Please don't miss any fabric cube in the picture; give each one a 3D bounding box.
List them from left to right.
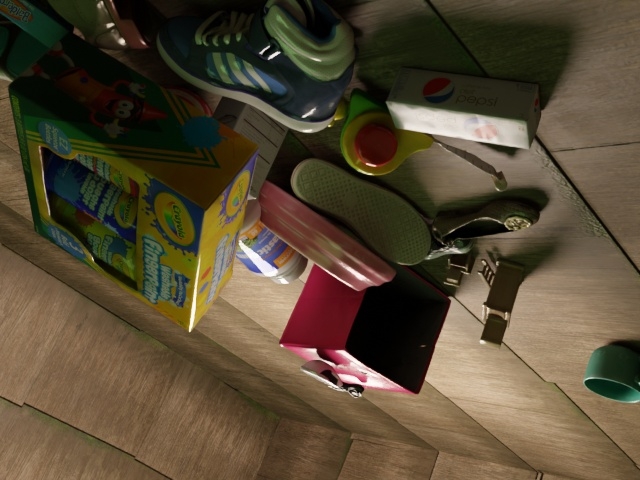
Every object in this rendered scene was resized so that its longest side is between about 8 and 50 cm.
[{"bbox_3d":[0.106,0.197,2.007,0.254,0.259,0.258,35,156,-30],"label":"fabric cube"}]

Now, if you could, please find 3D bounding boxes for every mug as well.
[{"bbox_3d":[0.678,0.294,1.878,0.158,0.097,0.129,9,153,31],"label":"mug"}]

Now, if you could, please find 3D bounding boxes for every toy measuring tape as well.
[{"bbox_3d":[0.143,-0.137,1.386,0.330,0.121,0.121,28,158,-10],"label":"toy measuring tape"}]

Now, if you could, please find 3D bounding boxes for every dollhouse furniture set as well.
[{"bbox_3d":[0.318,0.129,1.741,0.161,0.182,0.101,16,157,17],"label":"dollhouse furniture set"}]

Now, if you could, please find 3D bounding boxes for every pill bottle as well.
[{"bbox_3d":[-0.134,-0.010,1.911,0.152,0.152,0.272,8,154,34],"label":"pill bottle"}]

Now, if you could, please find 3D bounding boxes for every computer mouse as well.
[{"bbox_3d":[0.022,0.316,1.975,0.106,0.042,0.193,17,166,34],"label":"computer mouse"}]

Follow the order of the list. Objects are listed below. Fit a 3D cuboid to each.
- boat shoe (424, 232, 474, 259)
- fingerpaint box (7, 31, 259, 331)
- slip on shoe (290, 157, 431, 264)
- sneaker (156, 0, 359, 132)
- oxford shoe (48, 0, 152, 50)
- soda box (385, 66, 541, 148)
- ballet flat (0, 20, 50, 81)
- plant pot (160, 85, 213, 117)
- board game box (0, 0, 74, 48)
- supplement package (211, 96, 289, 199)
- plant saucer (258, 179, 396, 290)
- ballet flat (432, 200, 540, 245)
[{"bbox_3d":[0.247,0.005,1.718,0.142,0.049,0.040,-10,135,44],"label":"boat shoe"},{"bbox_3d":[-0.325,-0.077,1.464,0.371,0.163,0.445,32,149,6],"label":"fingerpaint box"},{"bbox_3d":[0.081,-0.061,1.662,0.331,0.123,0.101,30,-178,-18],"label":"slip on shoe"},{"bbox_3d":[-0.095,-0.316,1.245,0.323,0.130,0.236,29,145,9],"label":"sneaker"},{"bbox_3d":[-0.369,-0.395,1.250,0.130,0.123,0.348,-10,150,8],"label":"oxford shoe"},{"bbox_3d":[0.213,-0.198,1.249,0.216,0.069,0.074,14,157,25],"label":"soda box"},{"bbox_3d":[-0.554,-0.349,1.609,0.400,0.139,0.139,16,158,36],"label":"ballet flat"},{"bbox_3d":[-0.288,-0.191,1.617,0.191,0.191,0.174,23,149,1],"label":"plant pot"},{"bbox_3d":[-0.502,-0.410,1.379,0.210,0.047,0.160,35,-163,-27],"label":"board game box"},{"bbox_3d":[-0.146,-0.172,1.514,0.105,0.179,0.105,-5,145,48],"label":"supplement package"},{"bbox_3d":[0.000,0.000,1.724,0.332,0.084,0.332,35,180,0],"label":"plant saucer"},{"bbox_3d":[0.300,-0.027,1.567,0.084,0.058,0.250,36,155,-30],"label":"ballet flat"}]
